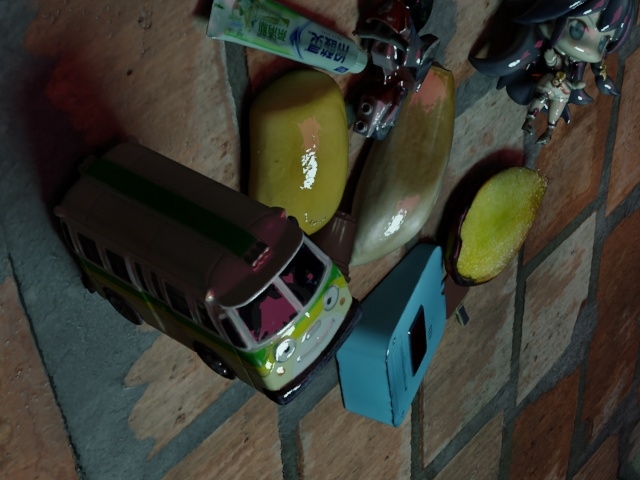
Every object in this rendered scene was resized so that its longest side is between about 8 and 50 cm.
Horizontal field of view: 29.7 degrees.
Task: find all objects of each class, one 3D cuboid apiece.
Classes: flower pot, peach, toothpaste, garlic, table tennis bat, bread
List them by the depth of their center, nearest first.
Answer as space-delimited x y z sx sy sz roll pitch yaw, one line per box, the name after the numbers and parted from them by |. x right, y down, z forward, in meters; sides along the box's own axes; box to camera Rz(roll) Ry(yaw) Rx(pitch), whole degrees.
-0.034 -0.242 1.420 0.297 0.048 0.074 9 93 -56 | toothpaste
-0.020 -0.102 1.502 0.147 0.098 0.217 -40 144 -39 | bread
0.000 0.000 1.618 0.111 0.111 0.089 32 72 -59 | flower pot
0.124 -0.106 1.727 0.143 0.112 0.318 14 91 -56 | garlic
0.285 -0.040 2.038 0.279 0.068 0.189 -36 133 -34 | peach
0.240 0.105 2.135 0.095 0.014 0.158 -53 146 -18 | table tennis bat

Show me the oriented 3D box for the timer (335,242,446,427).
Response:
0.126 0.148 1.966 0.250 0.091 0.232 -55 150 -36 | timer

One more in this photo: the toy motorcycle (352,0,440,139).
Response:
0.093 -0.231 1.580 0.122 0.082 0.213 -9 120 -55 | toy motorcycle

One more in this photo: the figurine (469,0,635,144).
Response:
0.360 -0.299 1.827 0.265 0.197 0.175 -46 153 12 | figurine

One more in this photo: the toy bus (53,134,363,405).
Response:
-0.121 0.020 1.242 0.143 0.305 0.179 -47 144 -23 | toy bus
